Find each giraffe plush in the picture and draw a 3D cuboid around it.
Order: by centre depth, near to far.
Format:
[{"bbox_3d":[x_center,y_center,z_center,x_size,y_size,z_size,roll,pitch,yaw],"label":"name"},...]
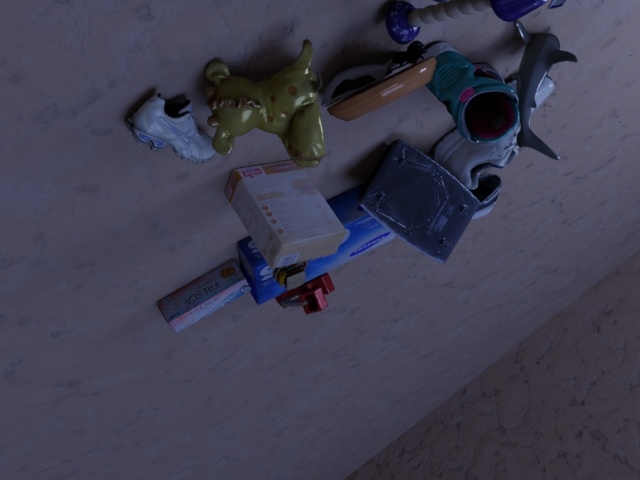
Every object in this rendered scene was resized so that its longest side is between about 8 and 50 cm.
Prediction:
[{"bbox_3d":[-0.089,-0.201,1.312,0.171,0.181,0.210,-7,160,-4],"label":"giraffe plush"}]

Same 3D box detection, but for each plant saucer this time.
[{"bbox_3d":[0.107,-0.250,1.435,0.200,0.037,0.200,-26,-172,4],"label":"plant saucer"}]

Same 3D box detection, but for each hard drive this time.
[{"bbox_3d":[0.199,-0.079,1.761,0.255,0.054,0.172,33,86,-29],"label":"hard drive"}]

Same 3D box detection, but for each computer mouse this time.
[{"bbox_3d":[0.081,-0.284,1.443,0.193,0.042,0.106,-27,-170,-4],"label":"computer mouse"}]

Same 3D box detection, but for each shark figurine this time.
[{"bbox_3d":[0.426,-0.306,1.614,0.116,0.278,0.166,3,156,32],"label":"shark figurine"}]

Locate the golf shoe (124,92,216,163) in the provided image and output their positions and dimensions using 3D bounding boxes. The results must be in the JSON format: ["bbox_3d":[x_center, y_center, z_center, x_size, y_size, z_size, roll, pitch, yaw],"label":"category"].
[{"bbox_3d":[-0.208,-0.173,1.309,0.086,0.069,0.176,-50,150,18],"label":"golf shoe"}]

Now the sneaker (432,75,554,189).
[{"bbox_3d":[0.381,-0.225,1.798,0.297,0.129,0.111,-44,150,18],"label":"sneaker"}]

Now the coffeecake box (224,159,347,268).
[{"bbox_3d":[-0.065,-0.051,1.532,0.142,0.185,0.068,-13,147,-34],"label":"coffeecake box"}]

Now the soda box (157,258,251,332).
[{"bbox_3d":[-0.239,0.115,1.760,0.183,0.058,0.063,-30,153,-6],"label":"soda box"}]

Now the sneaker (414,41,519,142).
[{"bbox_3d":[0.309,-0.259,1.604,0.124,0.178,0.296,-46,151,23],"label":"sneaker"}]

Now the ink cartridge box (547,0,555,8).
[{"bbox_3d":[0.431,-0.503,1.300,0.307,0.072,0.303,-53,174,23],"label":"ink cartridge box"}]

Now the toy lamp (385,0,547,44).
[{"bbox_3d":[0.218,-0.352,1.285,0.080,0.080,0.275,-9,-176,-40],"label":"toy lamp"}]

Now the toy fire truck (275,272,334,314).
[{"bbox_3d":[-0.042,0.120,1.864,0.192,0.047,0.135,-14,-167,40],"label":"toy fire truck"}]

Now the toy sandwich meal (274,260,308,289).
[{"bbox_3d":[-0.056,0.067,1.744,0.086,0.029,0.085,-26,152,-15],"label":"toy sandwich meal"}]

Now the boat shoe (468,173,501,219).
[{"bbox_3d":[0.305,-0.083,1.978,0.301,0.108,0.102,-19,150,-31],"label":"boat shoe"}]

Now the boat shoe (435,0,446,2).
[{"bbox_3d":[0.154,-0.420,1.168,0.500,0.187,0.156,-29,148,-21],"label":"boat shoe"}]

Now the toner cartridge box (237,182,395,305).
[{"bbox_3d":[0.000,0.000,1.812,0.348,0.075,0.165,-26,153,-15],"label":"toner cartridge box"}]
